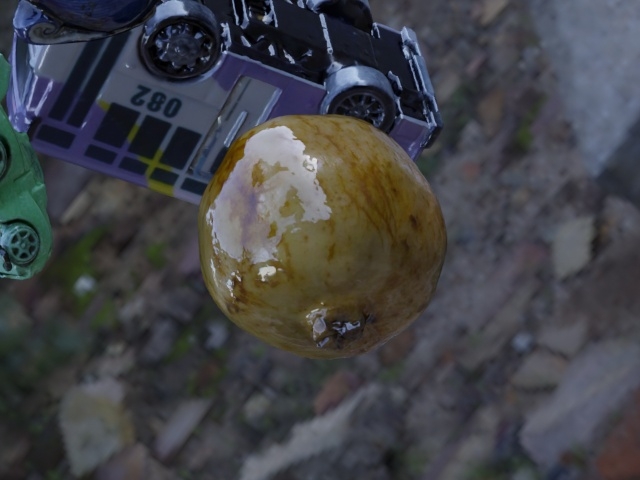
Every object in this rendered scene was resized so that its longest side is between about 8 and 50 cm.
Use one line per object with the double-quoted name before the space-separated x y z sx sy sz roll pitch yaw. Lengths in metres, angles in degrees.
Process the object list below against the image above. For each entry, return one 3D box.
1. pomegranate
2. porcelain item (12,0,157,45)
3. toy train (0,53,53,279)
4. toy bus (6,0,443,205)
"pomegranate" 0.000 0.000 1.724 0.248 0.248 0.248 -34 33 26
"porcelain item" -0.227 -0.303 1.556 0.186 0.288 0.138 -19 24 -27
"toy train" -0.233 -0.047 1.311 0.081 0.149 0.099 -39 26 -30
"toy bus" -0.120 -0.169 2.000 0.249 0.440 0.209 -57 27 31
